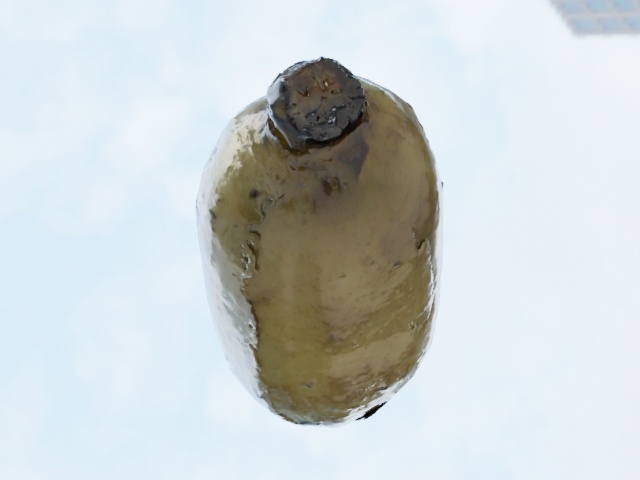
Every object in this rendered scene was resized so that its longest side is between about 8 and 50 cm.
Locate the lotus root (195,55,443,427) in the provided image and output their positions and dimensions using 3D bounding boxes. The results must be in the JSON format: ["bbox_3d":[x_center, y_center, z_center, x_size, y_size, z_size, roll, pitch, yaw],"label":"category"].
[{"bbox_3d":[0.000,0.000,1.056,0.160,0.146,0.284,-40,-33,-28],"label":"lotus root"}]
